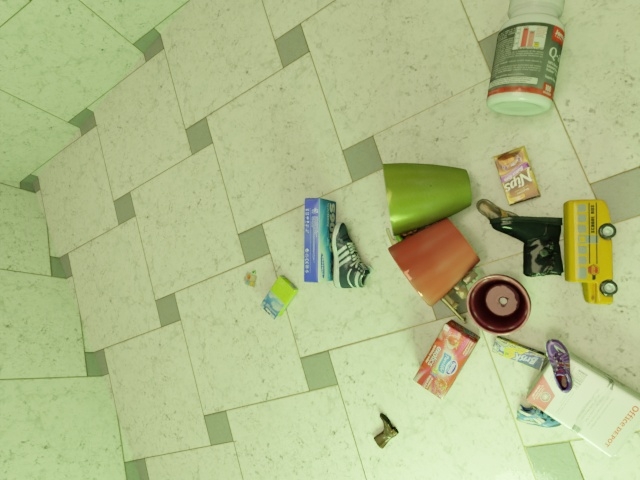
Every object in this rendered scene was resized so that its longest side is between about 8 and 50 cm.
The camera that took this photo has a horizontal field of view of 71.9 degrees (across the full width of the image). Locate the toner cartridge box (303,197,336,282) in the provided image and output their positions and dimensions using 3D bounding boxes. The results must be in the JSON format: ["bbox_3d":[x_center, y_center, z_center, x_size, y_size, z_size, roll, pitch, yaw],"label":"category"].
[{"bbox_3d":[0.000,0.000,1.869,0.075,0.165,0.348,0,89,28],"label":"toner cartridge box"}]

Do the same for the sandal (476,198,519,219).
[{"bbox_3d":[0.644,-0.092,1.600,0.180,0.049,0.072,38,105,23],"label":"sandal"}]

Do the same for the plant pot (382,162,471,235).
[{"bbox_3d":[0.396,-0.174,1.635,0.293,0.275,0.275,-9,84,11],"label":"plant pot"}]

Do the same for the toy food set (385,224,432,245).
[{"bbox_3d":[0.354,-0.036,1.755,0.192,0.038,0.132,-28,76,24],"label":"toy food set"}]

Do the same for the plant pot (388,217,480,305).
[{"bbox_3d":[0.421,0.066,1.606,0.243,0.275,0.275,-37,73,11],"label":"plant pot"}]

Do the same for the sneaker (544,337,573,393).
[{"bbox_3d":[0.756,0.393,1.387,0.068,0.071,0.170,-19,77,27],"label":"sneaker"}]

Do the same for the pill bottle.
[{"bbox_3d":[0.699,-0.627,1.495,0.210,0.210,0.363,11,94,27],"label":"pill bottle"}]

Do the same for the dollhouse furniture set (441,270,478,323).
[{"bbox_3d":[0.539,0.210,1.610,0.151,0.144,0.123,-44,75,4],"label":"dollhouse furniture set"}]

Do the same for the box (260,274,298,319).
[{"bbox_3d":[-0.191,0.262,2.029,0.109,0.042,0.178,41,107,23],"label":"box"}]

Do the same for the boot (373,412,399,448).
[{"bbox_3d":[0.246,0.776,1.794,0.106,0.037,0.114,48,114,22],"label":"boot"}]

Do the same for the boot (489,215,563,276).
[{"bbox_3d":[0.707,0.022,1.513,0.246,0.094,0.207,2,88,3],"label":"boot"}]

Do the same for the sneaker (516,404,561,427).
[{"bbox_3d":[0.753,0.605,1.523,0.144,0.053,0.059,0,87,26],"label":"sneaker"}]

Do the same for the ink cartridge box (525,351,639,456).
[{"bbox_3d":[0.857,0.514,1.434,0.283,0.117,0.207,33,103,25],"label":"ink cartridge box"}]

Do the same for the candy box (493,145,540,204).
[{"bbox_3d":[0.700,-0.229,1.574,0.109,0.053,0.187,-19,81,25],"label":"candy box"}]

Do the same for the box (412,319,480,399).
[{"bbox_3d":[0.468,0.437,1.636,0.128,0.122,0.257,31,103,24],"label":"box"}]

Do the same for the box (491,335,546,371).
[{"bbox_3d":[0.699,0.396,1.556,0.169,0.054,0.059,19,98,26],"label":"box"}]

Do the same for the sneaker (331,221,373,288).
[{"bbox_3d":[0.133,0.064,1.833,0.153,0.099,0.282,2,97,32],"label":"sneaker"}]

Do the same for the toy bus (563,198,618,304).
[{"bbox_3d":[0.871,0.037,1.433,0.130,0.108,0.333,-1,88,16],"label":"toy bus"}]

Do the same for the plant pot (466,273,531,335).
[{"bbox_3d":[0.622,0.214,1.530,0.201,0.180,0.201,-1,89,27],"label":"plant pot"}]

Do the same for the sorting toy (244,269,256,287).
[{"bbox_3d":[-0.335,0.178,2.123,0.062,0.012,0.083,16,96,27],"label":"sorting toy"}]
